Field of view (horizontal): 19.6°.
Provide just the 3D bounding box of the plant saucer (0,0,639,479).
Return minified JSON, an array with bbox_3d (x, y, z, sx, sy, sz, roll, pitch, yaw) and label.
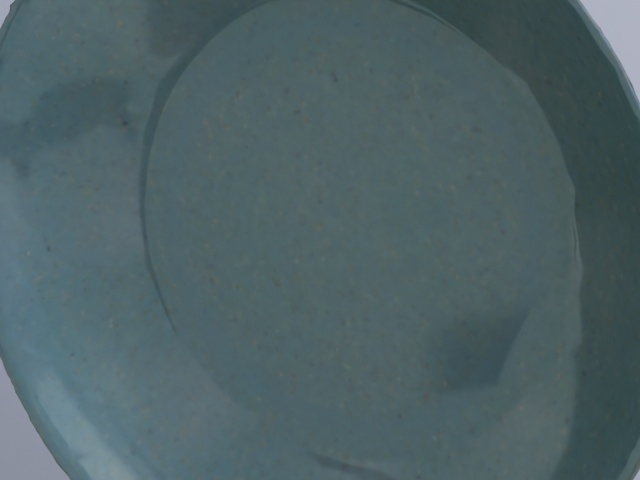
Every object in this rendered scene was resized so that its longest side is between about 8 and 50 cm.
[{"bbox_3d":[0.000,0.000,0.457,0.195,0.037,0.195,7,-74,27],"label":"plant saucer"}]
